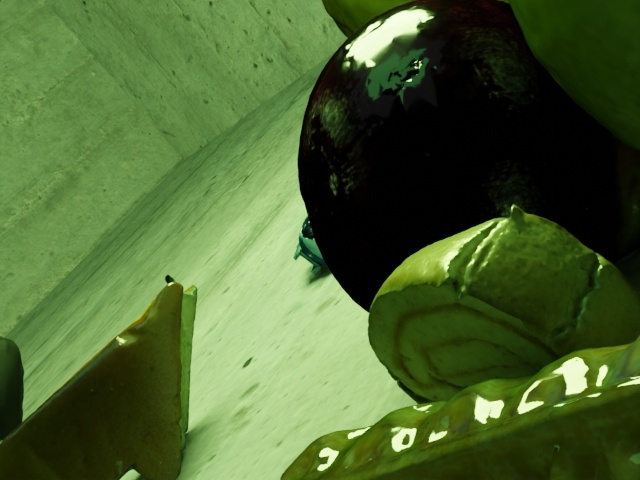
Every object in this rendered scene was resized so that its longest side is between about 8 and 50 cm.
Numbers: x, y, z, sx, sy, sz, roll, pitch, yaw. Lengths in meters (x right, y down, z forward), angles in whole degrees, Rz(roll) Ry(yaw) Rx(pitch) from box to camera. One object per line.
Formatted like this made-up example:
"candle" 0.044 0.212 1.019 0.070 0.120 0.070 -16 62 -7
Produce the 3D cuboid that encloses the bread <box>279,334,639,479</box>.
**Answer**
"bread" 0.071 0.107 0.472 0.087 0.098 0.269 6 -24 -41

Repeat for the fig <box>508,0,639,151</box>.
"fig" 0.214 -0.163 0.542 0.316 0.316 0.316 -38 12 10

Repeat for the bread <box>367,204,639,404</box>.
"bread" 0.090 0.046 0.555 0.064 0.117 0.156 -49 15 -28

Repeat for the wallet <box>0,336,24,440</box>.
"wallet" -0.331 0.251 0.954 0.406 0.062 0.228 -86 2 -75

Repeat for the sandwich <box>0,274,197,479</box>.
"sandwich" -0.170 0.150 0.960 0.236 0.128 0.122 -43 6 0

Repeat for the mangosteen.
"mangosteen" 0.112 -0.049 0.694 0.250 0.211 0.211 -13 3 -19

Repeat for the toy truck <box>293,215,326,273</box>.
"toy truck" 0.000 0.000 1.163 0.073 0.056 0.090 -56 7 -35

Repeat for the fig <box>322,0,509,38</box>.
"fig" 0.161 -0.266 1.037 0.343 0.343 0.343 -38 12 10
